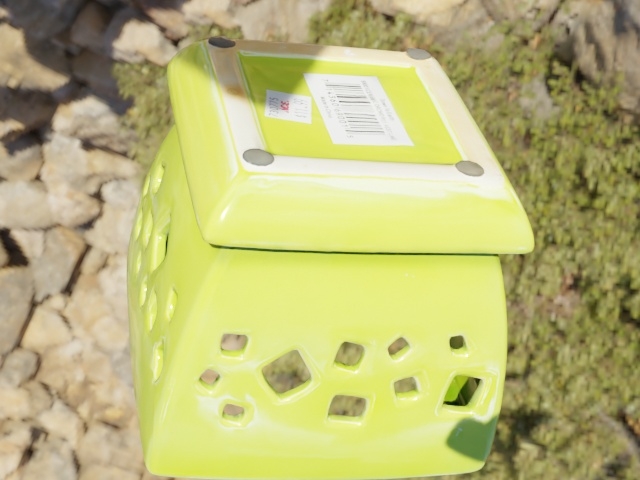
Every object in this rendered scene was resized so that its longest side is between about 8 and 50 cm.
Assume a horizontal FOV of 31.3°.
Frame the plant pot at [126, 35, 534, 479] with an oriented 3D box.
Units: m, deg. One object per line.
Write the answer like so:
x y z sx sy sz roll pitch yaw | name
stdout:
0.000 0.000 0.733 0.227 0.228 0.207 2 126 -15 | plant pot
